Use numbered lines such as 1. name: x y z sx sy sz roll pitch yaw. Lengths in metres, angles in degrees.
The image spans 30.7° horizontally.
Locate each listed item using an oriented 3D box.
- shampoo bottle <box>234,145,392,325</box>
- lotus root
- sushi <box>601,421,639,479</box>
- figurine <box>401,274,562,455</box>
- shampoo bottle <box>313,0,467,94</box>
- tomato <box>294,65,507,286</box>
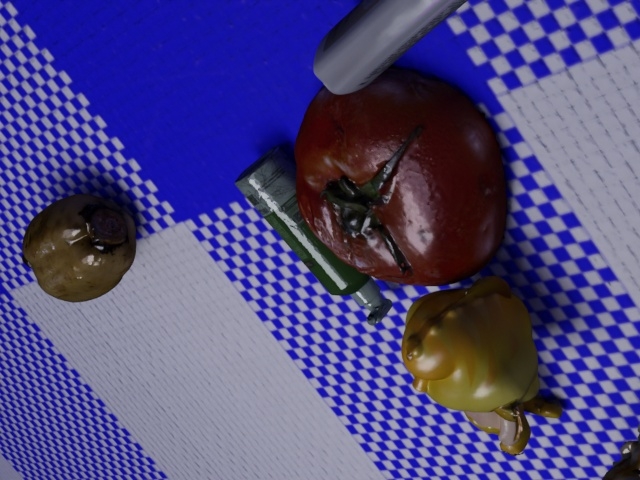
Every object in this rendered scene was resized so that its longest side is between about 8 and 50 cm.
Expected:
1. shampoo bottle: 0.000 0.000 1.186 0.204 0.065 0.065 49 143 -11
2. lotus root: -0.300 0.012 1.431 0.221 0.118 0.125 -25 77 54
3. sushi: 0.425 0.286 1.006 0.417 0.176 0.417 26 140 23
4. figurine: 0.155 0.123 1.115 0.156 0.131 0.246 44 170 37
5. shampoo bottle: 0.078 -0.191 0.899 0.056 0.086 0.227 45 145 -8
6. tomato: 0.059 -0.042 1.064 0.228 0.101 0.228 27 142 24
